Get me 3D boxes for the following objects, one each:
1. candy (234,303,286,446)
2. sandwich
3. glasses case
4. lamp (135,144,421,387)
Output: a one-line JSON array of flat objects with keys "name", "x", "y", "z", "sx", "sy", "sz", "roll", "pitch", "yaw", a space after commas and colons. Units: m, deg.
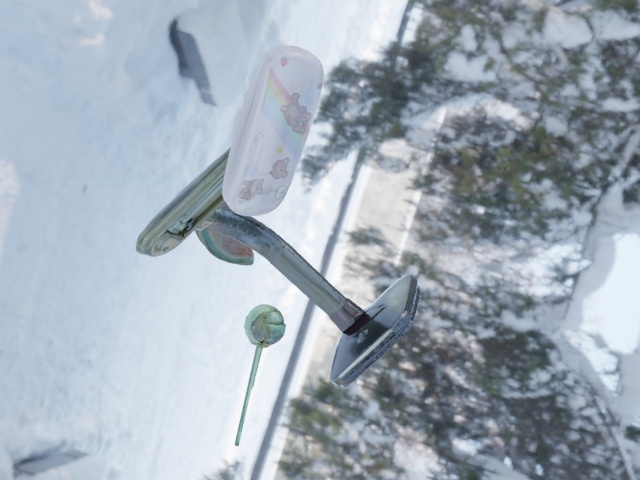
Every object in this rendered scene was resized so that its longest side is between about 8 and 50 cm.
[{"name": "candy", "x": -0.092, "y": 0.186, "z": 1.186, "sx": 0.061, "sy": 0.061, "sz": 0.203, "roll": -55, "pitch": 159, "yaw": -87}, {"name": "sandwich", "x": -0.113, "y": -0.019, "z": 1.005, "sx": 0.029, "sy": 0.067, "sz": 0.135, "roll": -116, "pitch": -176, "yaw": -58}, {"name": "glasses case", "x": -0.022, "y": -0.049, "z": 0.398, "sx": 0.021, "sy": 0.032, "sz": 0.083, "roll": 43, "pitch": -57, "yaw": 41}, {"name": "lamp", "x": -0.002, "y": -0.005, "z": 0.816, "sx": 0.203, "sy": 0.283, "sz": 0.124, "roll": -42, "pitch": -155, "yaw": 21}]
